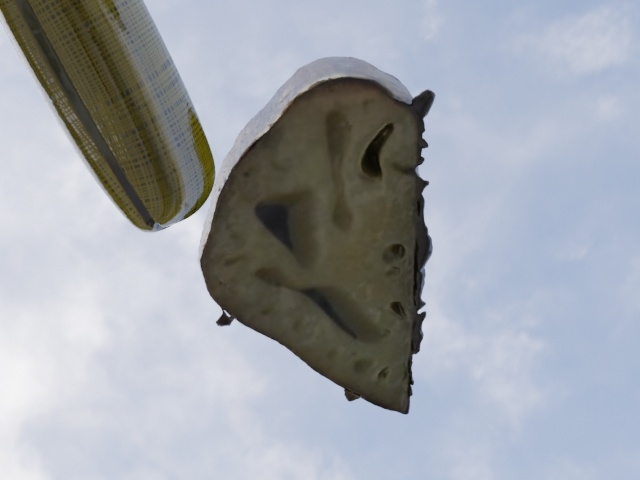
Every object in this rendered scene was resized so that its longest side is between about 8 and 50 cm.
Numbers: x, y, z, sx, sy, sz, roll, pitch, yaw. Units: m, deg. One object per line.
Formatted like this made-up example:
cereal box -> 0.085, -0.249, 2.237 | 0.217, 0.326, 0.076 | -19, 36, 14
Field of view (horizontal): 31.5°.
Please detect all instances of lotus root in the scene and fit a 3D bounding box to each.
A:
lotus root -> 0.000, 0.000, 0.794 | 0.170, 0.074, 0.260 | 3, -64, -10

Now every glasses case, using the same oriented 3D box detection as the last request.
glasses case -> -0.127, -0.114, 0.619 | 0.064, 0.079, 0.234 | -19, -72, 25
